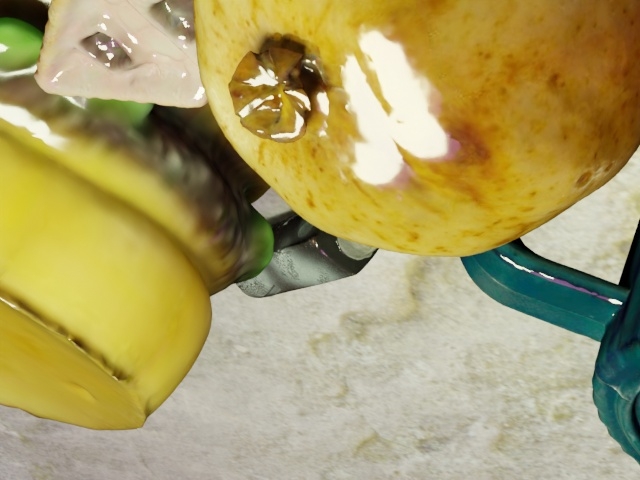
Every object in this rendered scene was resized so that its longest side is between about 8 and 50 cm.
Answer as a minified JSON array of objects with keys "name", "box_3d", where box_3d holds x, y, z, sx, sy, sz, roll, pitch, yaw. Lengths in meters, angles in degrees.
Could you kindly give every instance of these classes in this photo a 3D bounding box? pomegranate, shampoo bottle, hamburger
[{"name":"pomegranate","box_3d":[0.045,-0.099,0.786,0.215,0.215,0.215,20,154,10]},{"name":"shampoo bottle","box_3d":[0.000,0.001,1.451,0.063,0.057,0.207,40,150,-21]},{"name":"hamburger","box_3d":[-0.211,-0.063,1.244,0.395,0.277,0.396,21,162,8]}]

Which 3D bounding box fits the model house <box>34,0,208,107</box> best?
[{"name":"model house","box_3d":[-0.095,-0.198,0.981,0.237,0.202,0.237,39,150,-27]}]

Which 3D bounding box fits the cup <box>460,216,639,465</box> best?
[{"name":"cup","box_3d":[0.260,-0.026,0.897,0.308,0.292,0.242,33,154,-21]}]
